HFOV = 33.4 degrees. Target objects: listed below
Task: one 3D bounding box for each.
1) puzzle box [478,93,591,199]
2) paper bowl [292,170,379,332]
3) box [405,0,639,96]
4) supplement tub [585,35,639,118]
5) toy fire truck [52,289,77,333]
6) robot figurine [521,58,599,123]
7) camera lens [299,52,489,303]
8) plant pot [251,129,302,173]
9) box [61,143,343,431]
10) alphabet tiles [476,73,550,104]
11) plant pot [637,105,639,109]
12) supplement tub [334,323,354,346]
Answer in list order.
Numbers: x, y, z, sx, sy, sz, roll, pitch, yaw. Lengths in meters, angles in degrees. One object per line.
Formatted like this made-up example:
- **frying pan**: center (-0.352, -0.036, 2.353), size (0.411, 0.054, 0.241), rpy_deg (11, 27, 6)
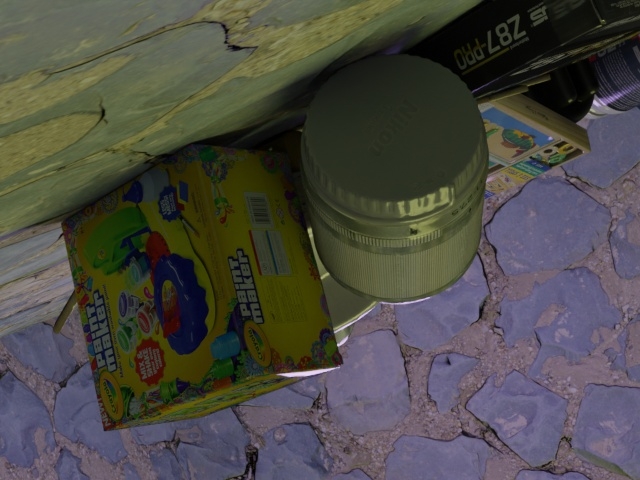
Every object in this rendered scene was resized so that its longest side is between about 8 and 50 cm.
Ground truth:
- **puzzle box**: center (0.279, -0.185, 1.973), size (0.272, 0.052, 0.408), rpy_deg (-25, 152, 38)
- **paper bowl**: center (-0.020, 0.011, 1.571), size (0.284, 0.148, 0.284), rpy_deg (-21, 143, -17)
- **box**: center (0.334, -0.287, 1.346), size (0.394, 0.097, 0.318), rpy_deg (-23, 179, -37)
- **supplement tub**: center (0.651, -0.380, 2.236), size (0.191, 0.191, 0.272), rpy_deg (-25, 179, -39)
- **toy fire truck**: center (-0.395, 0.070, 2.035), size (0.246, 0.159, 0.217), rpy_deg (-13, 180, -3)
- **robot figurine**: center (0.424, -0.290, 2.100), size (0.209, 0.174, 0.278), rpy_deg (19, 164, -17)
- **camera lens**: center (0.090, -0.065, 1.293), size (0.219, 0.219, 0.274), rpy_deg (-25, 153, -7)
- **plant pot**: center (-0.058, -0.117, 1.591), size (0.081, 0.082, 0.083), rpy_deg (-25, 171, 12)
- **box**: center (-0.159, 0.067, 1.377), size (0.279, 0.290, 0.177), rpy_deg (-26, 163, 38)
- **alphabet tiles**: center (0.152, -0.200, 1.583), size (0.342, 0.011, 0.285), rpy_deg (-16, -168, -6)
- **plant pot**: center (0.811, -0.426, 2.480), size (0.271, 0.272, 0.255), rpy_deg (-25, 166, 25)
- **supplement tub**: center (0.000, 0.000, 1.852), size (0.207, 0.207, 0.338), rpy_deg (-25, -142, 53)
